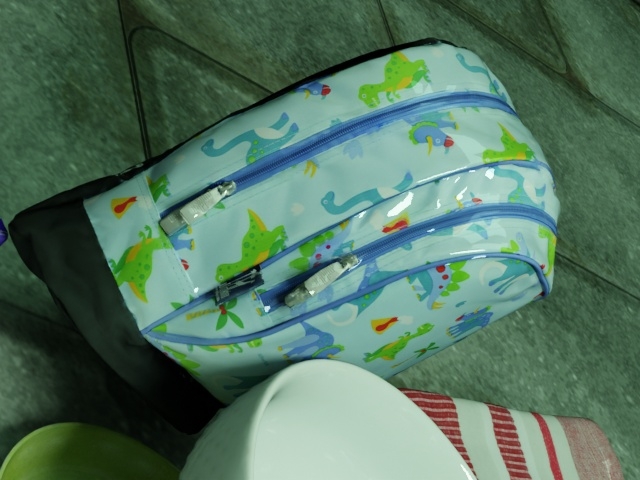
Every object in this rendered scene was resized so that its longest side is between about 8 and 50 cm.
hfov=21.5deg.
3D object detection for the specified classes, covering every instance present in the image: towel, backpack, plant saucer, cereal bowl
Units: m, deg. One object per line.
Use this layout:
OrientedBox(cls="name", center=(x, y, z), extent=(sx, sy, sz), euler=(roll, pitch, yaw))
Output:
OrientedBox(cls="towel", center=(0.177, 0.238, 1.441), extent=(0.329, 0.037, 0.237), euler=(14, 45, -44))
OrientedBox(cls="backpack", center=(0.000, 0.000, 1.260), extent=(0.273, 0.355, 0.290), euler=(50, -4, 26))
OrientedBox(cls="plant saucer", center=(-0.142, 0.240, 1.194), extent=(0.241, 0.037, 0.241), euler=(35, 30, -24))
OrientedBox(cls="cereal bowl", center=(0.010, 0.260, 1.146), extent=(0.339, 0.141, 0.339), euler=(39, 35, -34))

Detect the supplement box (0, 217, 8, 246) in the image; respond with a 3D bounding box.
OrientedBox(cls="supplement box", center=(-0.344, -0.025, 1.156), extent=(0.220, 0.114, 0.111), euler=(7, 49, -51))
